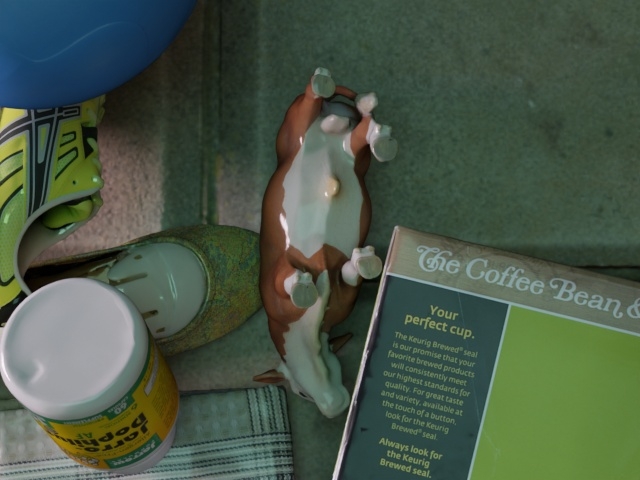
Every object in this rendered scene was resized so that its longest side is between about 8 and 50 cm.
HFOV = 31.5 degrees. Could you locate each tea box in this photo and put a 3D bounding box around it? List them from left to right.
[{"bbox_3d":[0.184,0.184,0.960,0.328,0.220,0.324,15,87,5],"label":"tea box"}]

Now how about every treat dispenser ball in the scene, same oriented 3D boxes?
[{"bbox_3d":[-0.226,-0.245,0.870,0.288,0.288,0.288,0,85,4],"label":"treat dispenser ball"}]

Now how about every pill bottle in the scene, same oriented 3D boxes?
[{"bbox_3d":[-0.184,0.126,0.959,0.117,0.208,0.118,-2,62,4],"label":"pill bottle"}]

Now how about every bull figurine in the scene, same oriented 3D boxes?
[{"bbox_3d":[0.000,0.000,1.014,0.101,0.188,0.311,4,78,-13],"label":"bull figurine"}]

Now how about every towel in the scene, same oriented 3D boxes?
[{"bbox_3d":[-0.180,0.291,1.039,0.324,0.056,0.312,-5,76,4],"label":"towel"}]

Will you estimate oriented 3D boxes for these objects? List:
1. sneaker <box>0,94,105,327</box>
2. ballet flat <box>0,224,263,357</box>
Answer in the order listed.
[{"bbox_3d":[-0.252,-0.089,1.039,0.147,0.145,0.385,24,70,0],"label":"sneaker"},{"bbox_3d":[-0.211,0.060,1.054,0.348,0.123,0.123,-10,84,3],"label":"ballet flat"}]
